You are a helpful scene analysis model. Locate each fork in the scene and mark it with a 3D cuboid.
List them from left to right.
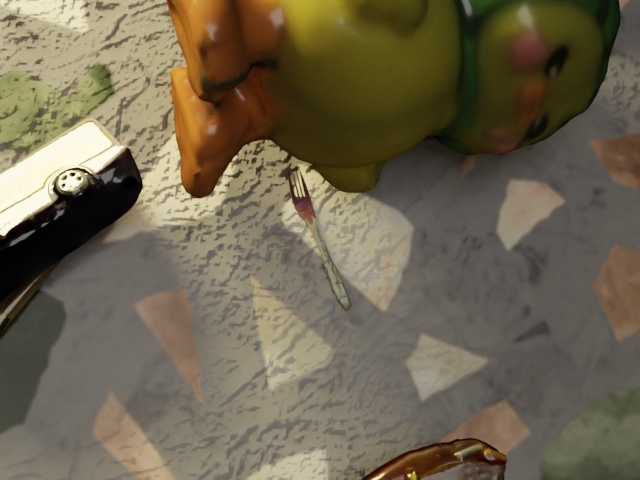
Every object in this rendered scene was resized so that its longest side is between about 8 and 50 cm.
[{"bbox_3d":[-0.001,0.000,0.908,0.016,0.012,0.115,-22,87,-10],"label":"fork"}]

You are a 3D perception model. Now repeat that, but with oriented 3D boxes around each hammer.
[{"bbox_3d":[-0.238,0.063,0.848,0.062,0.017,0.182,35,72,-1],"label":"hammer"}]

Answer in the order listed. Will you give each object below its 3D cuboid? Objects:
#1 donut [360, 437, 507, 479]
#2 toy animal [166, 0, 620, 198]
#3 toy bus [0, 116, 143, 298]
[{"bbox_3d":[0.091,0.263,0.819,0.230,0.096,0.216,41,76,1],"label":"donut"},{"bbox_3d":[0.049,-0.154,0.861,0.338,0.216,0.191,-10,52,-15],"label":"toy animal"},{"bbox_3d":[-0.211,-0.017,0.845,0.172,0.057,0.072,-35,58,-15],"label":"toy bus"}]
